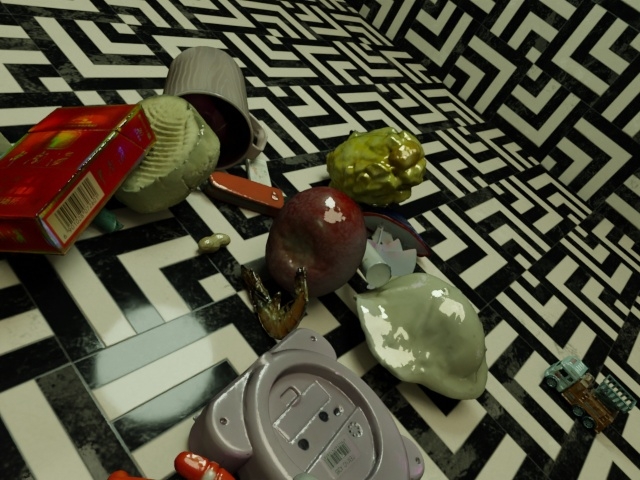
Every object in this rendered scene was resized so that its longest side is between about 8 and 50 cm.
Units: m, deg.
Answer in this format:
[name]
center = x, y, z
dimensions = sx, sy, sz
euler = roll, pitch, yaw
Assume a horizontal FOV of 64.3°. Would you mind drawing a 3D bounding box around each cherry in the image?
[cherry]
center = 0.004, 0.004, 1.073
dimensions = 0.206, 0.240, 0.239
euler = 28, 31, 27

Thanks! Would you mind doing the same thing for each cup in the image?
[cup]
center = -0.253, -0.325, 1.264
dimensions = 0.288, 0.208, 0.273
euler = 6, 42, -18

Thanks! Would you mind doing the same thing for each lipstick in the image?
[lipstick]
center = 0.094, 0.026, 1.172
dimensions = 0.059, 0.059, 0.264
euler = 19, 15, -18

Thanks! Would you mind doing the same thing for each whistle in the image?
[whistle]
center = -0.460, -0.074, 0.971
dimensions = 0.186, 0.039, 0.039
euler = 35, 36, 2

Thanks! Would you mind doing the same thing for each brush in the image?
[brush]
center = -0.191, -0.114, 1.212
dimensions = 0.323, 0.051, 0.070
euler = 18, 46, -25

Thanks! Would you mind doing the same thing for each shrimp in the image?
[shrimp]
center = -0.085, 0.087, 0.976
dimensions = 0.035, 0.148, 0.195
euler = 3, 43, -46

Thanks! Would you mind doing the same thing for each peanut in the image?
[peanut]
center = -0.221, 0.004, 1.061
dimensions = 0.037, 0.037, 0.083
euler = 45, 40, 15

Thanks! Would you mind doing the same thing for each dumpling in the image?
[dumpling]
center = 0.208, 0.188, 1.040
dimensions = 0.242, 0.187, 0.318
euler = -14, 53, -44

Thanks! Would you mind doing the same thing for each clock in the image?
[clock]
center = -0.006, 0.317, 0.800
dimensions = 0.322, 0.113, 0.295
euler = 43, 37, 11

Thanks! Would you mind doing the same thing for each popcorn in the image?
[popcorn]
center = 0.150, -0.200, 1.398
dimensions = 0.286, 0.216, 0.252
euler = 4, 15, 28

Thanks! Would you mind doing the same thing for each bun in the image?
[bun]
center = -0.327, -0.166, 1.050
dimensions = 0.259, 0.259, 0.152
euler = 58, 1, 30

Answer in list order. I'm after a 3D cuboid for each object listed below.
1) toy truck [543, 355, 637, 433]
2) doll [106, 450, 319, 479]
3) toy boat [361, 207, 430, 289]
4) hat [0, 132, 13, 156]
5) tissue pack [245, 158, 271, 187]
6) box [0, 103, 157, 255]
[toy truck]
center = 0.647, 0.359, 1.237
dimensions = 0.080, 0.115, 0.178
euler = -15, 56, -45
[doll]
center = -0.092, 0.351, 0.612
dimensions = 0.335, 0.200, 0.105
euler = 7, 7, -3
[toy boat]
center = 0.197, 0.034, 1.317
dimensions = 0.218, 0.072, 0.319
euler = 11, 45, -22
[hat]
center = -0.660, -0.150, 0.889
dimensions = 0.214, 0.149, 0.244
euler = 37, -1, 18
[tissue pack]
center = -0.162, -0.171, 1.316
dimensions = 0.056, 0.023, 0.108
euler = 12, 41, -26
[box]
center = -0.444, -0.117, 0.867
dimensions = 0.197, 0.089, 0.314
euler = 1, 44, 18
